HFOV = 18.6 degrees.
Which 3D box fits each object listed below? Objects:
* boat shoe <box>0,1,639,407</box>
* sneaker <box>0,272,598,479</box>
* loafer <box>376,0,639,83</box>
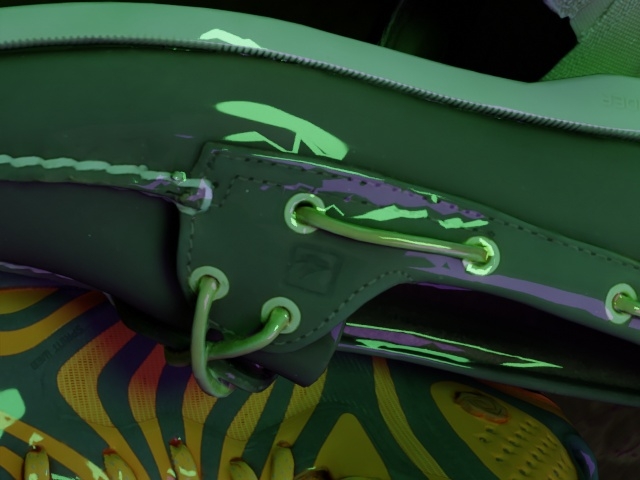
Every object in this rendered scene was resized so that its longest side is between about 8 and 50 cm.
[{"bbox_3d":[0.001,-0.001,0.570,0.305,0.091,0.109,5,160,-17],"label":"boat shoe"},{"bbox_3d":[-0.037,0.084,0.614,0.321,0.180,0.124,-13,129,-34],"label":"sneaker"},{"bbox_3d":[0.088,-0.111,0.627,0.092,0.102,0.268,-9,128,-41],"label":"loafer"}]
